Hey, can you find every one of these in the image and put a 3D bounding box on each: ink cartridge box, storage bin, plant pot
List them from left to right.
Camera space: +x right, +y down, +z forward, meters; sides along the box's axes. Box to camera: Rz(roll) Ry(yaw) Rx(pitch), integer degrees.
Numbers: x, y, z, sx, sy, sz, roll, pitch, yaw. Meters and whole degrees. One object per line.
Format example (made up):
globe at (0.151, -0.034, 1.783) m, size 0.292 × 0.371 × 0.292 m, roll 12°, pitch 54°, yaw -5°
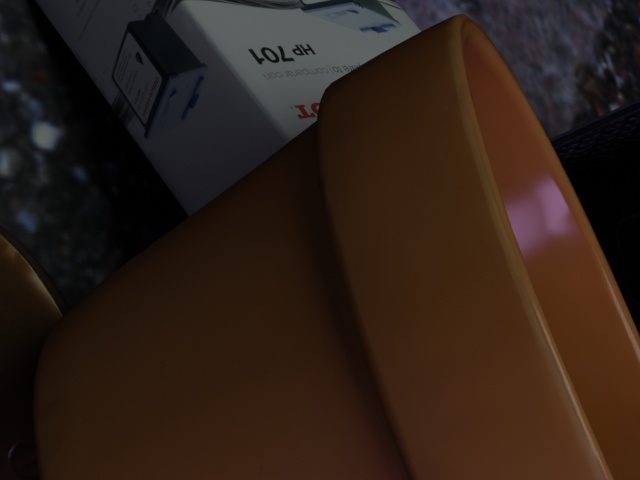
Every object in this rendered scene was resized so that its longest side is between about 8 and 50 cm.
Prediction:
ink cartridge box at (-0.029, -0.088, 0.862) m, size 0.140 × 0.082 × 0.190 m, roll -10°, pitch 52°, yaw -44°
plant pot at (0.023, 0.083, 0.710) m, size 0.291 × 0.203 × 0.290 m, roll -23°, pitch 90°, yaw -78°
storage bin at (0.182, -0.003, 0.995) m, size 0.084 × 0.180 × 0.122 m, roll 4°, pitch 70°, yaw -40°

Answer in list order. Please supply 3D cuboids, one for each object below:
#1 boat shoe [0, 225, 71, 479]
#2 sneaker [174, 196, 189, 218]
boat shoe at (-0.116, 0.083, 0.776) m, size 0.073 × 0.073 × 0.207 m, roll -53°, pitch 119°, yaw -81°
sneaker at (0.000, 0.000, 0.913) m, size 0.162 × 0.063 × 0.073 m, roll 53°, pitch 43°, yaw -13°
